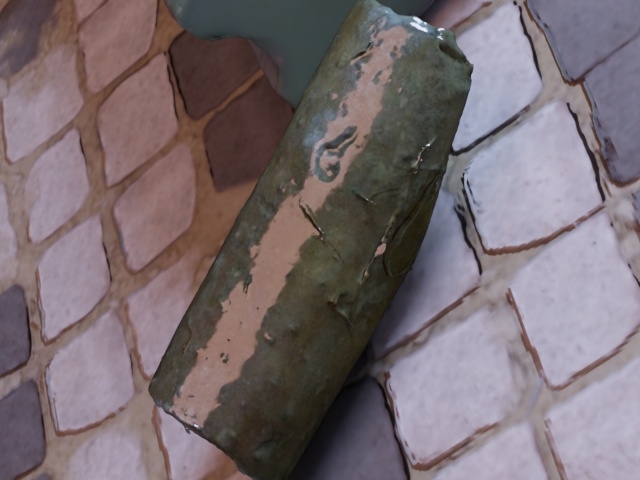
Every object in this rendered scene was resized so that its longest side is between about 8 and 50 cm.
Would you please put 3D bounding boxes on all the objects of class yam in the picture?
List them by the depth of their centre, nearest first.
[{"bbox_3d":[0.000,0.000,1.006,0.106,0.106,0.259,29,90,48],"label":"yam"}]

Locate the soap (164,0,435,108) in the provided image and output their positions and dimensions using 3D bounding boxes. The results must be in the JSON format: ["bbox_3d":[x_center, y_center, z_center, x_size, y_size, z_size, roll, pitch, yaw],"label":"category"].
[{"bbox_3d":[-0.032,-0.322,1.174,0.261,0.156,0.446,-44,44,18],"label":"soap"}]
